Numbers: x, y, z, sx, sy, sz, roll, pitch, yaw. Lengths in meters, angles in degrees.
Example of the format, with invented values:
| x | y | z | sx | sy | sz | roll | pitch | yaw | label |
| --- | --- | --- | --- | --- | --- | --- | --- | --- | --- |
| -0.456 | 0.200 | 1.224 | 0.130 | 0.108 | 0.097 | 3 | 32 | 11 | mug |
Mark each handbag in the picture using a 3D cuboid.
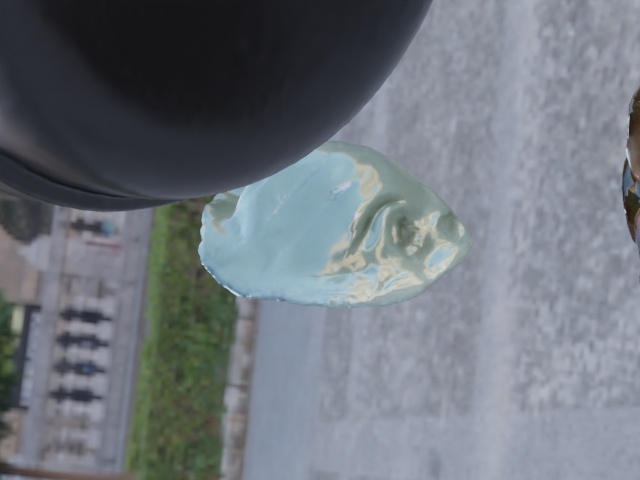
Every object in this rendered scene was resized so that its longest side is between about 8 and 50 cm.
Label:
| x | y | z | sx | sy | sz | roll | pitch | yaw | label |
| --- | --- | --- | --- | --- | --- | --- | --- | --- | --- |
| -0.048 | -0.159 | 0.399 | 0.093 | 0.254 | 0.308 | 15 | 125 | 40 | handbag |

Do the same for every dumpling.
| x | y | z | sx | sy | sz | roll | pitch | yaw | label |
| --- | --- | --- | --- | --- | --- | --- | --- | --- | --- |
| 0.008 | 0.003 | 1.057 | 0.152 | 0.219 | 0.108 | -62 | -36 | -16 | dumpling |

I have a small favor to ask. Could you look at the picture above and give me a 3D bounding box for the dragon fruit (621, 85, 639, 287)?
| x | y | z | sx | sy | sz | roll | pitch | yaw | label |
| --- | --- | --- | --- | --- | --- | --- | --- | --- | --- |
| 0.134 | -0.004 | 0.366 | 0.121 | 0.130 | 0.142 | 120 | 150 | -51 | dragon fruit |
